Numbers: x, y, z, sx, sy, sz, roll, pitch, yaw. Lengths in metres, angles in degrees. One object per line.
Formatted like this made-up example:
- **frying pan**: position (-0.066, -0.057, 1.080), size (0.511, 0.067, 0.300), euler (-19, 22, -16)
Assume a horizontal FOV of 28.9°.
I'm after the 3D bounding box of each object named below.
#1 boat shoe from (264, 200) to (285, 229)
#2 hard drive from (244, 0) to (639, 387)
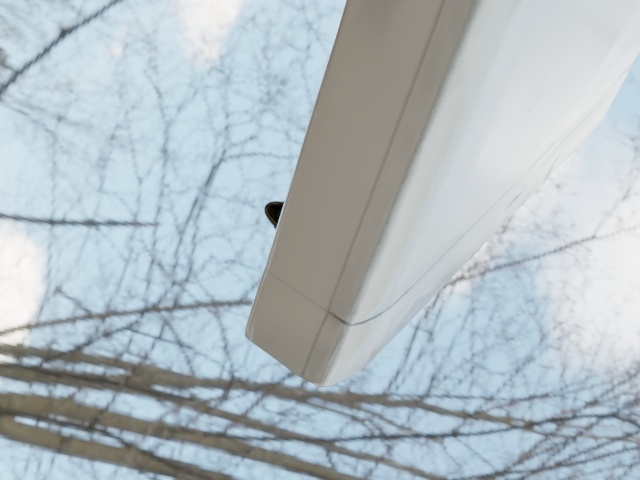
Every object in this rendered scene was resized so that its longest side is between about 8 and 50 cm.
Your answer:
- **boat shoe**: position (0.000, 0.000, 1.322), size (0.152, 0.049, 0.056), euler (25, -83, 32)
- **hard drive**: position (0.094, -0.137, 0.358), size (0.047, 0.233, 0.353), euler (34, -45, 16)
